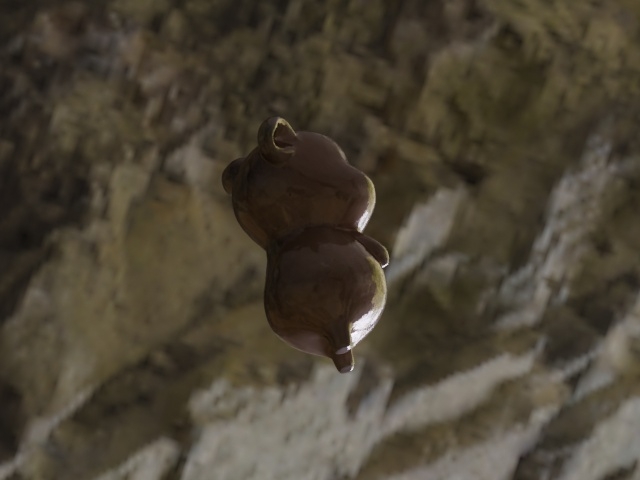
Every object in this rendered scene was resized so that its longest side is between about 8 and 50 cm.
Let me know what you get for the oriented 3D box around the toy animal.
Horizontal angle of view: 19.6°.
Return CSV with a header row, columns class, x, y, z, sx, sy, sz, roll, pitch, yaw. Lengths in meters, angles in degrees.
class,x,y,z,sx,sy,sz,roll,pitch,yaw
toy animal,-0.006,0.000,0.984,0.089,0.083,0.150,10,-131,-46
